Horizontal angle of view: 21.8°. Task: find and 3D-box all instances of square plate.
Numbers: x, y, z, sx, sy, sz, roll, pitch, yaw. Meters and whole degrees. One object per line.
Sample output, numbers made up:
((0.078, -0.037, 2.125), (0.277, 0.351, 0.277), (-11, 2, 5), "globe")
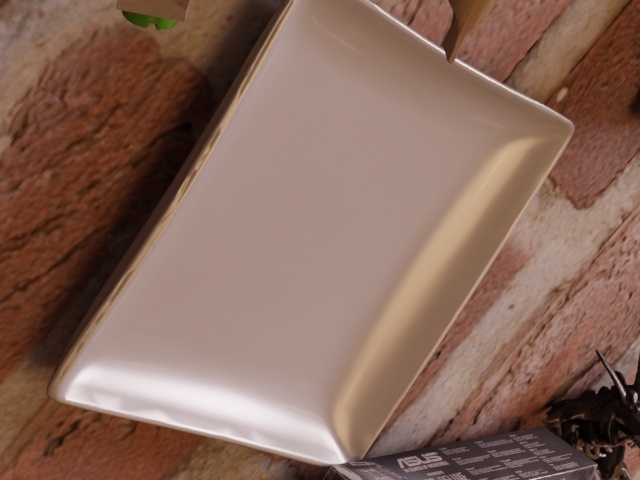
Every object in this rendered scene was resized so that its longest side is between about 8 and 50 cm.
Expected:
((0.000, 0.000, 1.234), (0.347, 0.049, 0.344), (22, 103, -48), "square plate")

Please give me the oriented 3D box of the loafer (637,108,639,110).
((0.320, -0.171, 1.366), (0.078, 0.080, 0.220), (-17, 130, -33), "loafer")

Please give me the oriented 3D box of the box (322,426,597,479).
((0.092, 0.299, 1.467), (0.307, 0.076, 0.242), (-3, 119, -47), "box")

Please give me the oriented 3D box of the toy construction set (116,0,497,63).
((-0.005, -0.192, 0.910), (0.258, 0.309, 0.237), (2, 124, -34), "toy construction set")

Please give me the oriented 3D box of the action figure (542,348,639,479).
((0.298, 0.233, 1.614), (0.164, 0.141, 0.275), (-15, 131, -19), "action figure")
